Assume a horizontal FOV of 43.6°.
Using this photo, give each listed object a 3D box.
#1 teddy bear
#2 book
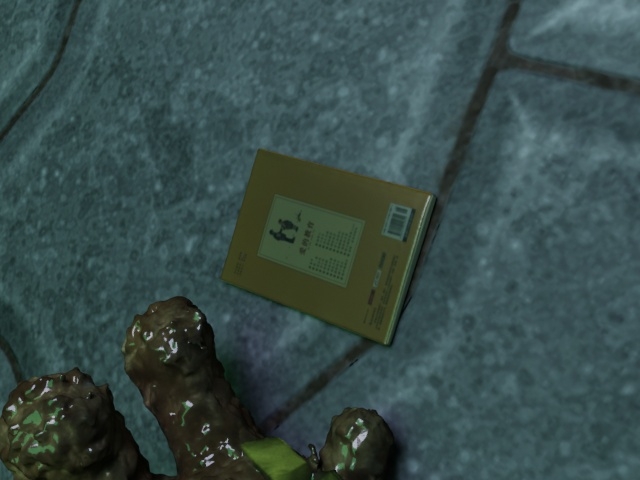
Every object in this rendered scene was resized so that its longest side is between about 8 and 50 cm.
[{"bbox_3d":[-0.043,0.180,0.504,0.222,0.246,0.296,-22,99,48],"label":"teddy bear"},{"bbox_3d":[0.000,0.000,0.633,0.172,0.012,0.118,19,92,34],"label":"book"}]
